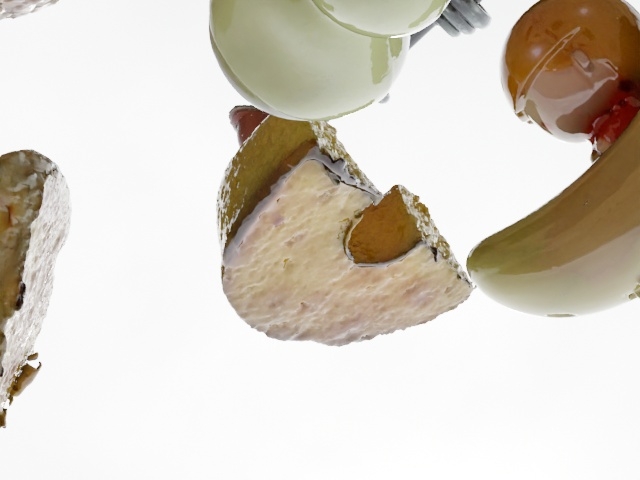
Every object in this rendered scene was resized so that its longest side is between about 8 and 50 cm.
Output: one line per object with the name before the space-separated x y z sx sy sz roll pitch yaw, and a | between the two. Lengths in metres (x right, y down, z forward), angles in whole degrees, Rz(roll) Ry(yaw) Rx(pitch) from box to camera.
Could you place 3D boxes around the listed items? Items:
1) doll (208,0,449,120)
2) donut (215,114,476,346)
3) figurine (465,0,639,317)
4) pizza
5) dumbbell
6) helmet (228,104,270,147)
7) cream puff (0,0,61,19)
doll | 0.015 -0.158 1.127 0.117 0.141 0.296 -39 -176 -27
donut | -0.006 0.001 1.371 0.152 0.259 0.101 -34 -125 12
figurine | 0.213 -0.088 1.189 0.324 0.124 0.222 -44 -114 12
pizza | -0.274 0.067 1.509 0.071 0.296 0.189 12 -177 2
dumbbell | 0.092 -0.225 2.062 0.254 0.110 0.110 -43 -152 12
helmet | -0.056 -0.099 1.802 0.084 0.065 0.049 11 -121 1
cream puff | -0.199 -0.265 0.963 0.303 0.303 0.212 -52 -176 -40
